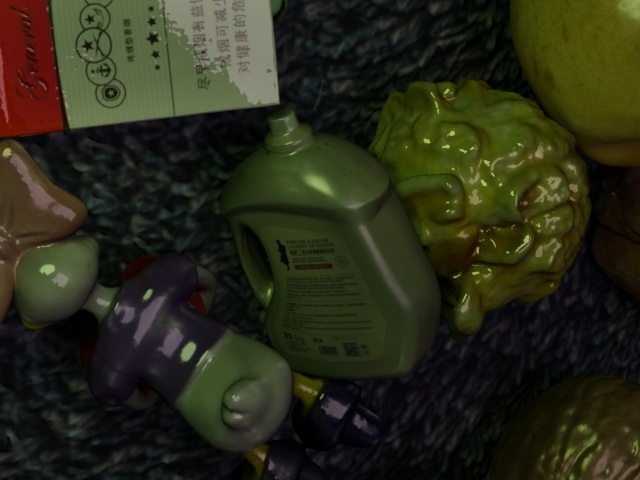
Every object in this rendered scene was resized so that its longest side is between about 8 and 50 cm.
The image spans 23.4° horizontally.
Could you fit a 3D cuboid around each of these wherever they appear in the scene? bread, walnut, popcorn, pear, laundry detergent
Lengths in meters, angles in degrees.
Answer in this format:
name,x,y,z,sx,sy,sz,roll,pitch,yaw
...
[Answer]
name,x,y,z,sx,sy,sz,roll,pitch,yaw
bread,0.393,0.001,1.650,0.244,0.123,0.190,37,78,-36
walnut,0.279,0.236,1.596,0.213,0.213,0.213,-9,107,-33
popcorn,0.138,-0.035,1.425,0.235,0.181,0.217,44,76,-34
pear,0.321,-0.222,1.436,0.314,0.314,0.314,-9,107,-33
laundry detergent,0.000,0.000,1.350,0.091,0.181,0.253,-51,130,-45

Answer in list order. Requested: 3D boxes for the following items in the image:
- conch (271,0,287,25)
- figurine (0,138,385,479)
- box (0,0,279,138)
name,x,y,z,sx,sy,sz,roll,pitch,yaw
conch,-0.102,-0.189,1.293,0.170,0.079,0.106,-14,104,-15
figurine,-0.134,0.089,1.260,0.421,0.193,0.154,36,87,-18
box,-0.158,-0.161,1.230,0.245,0.035,0.139,-9,108,-10
